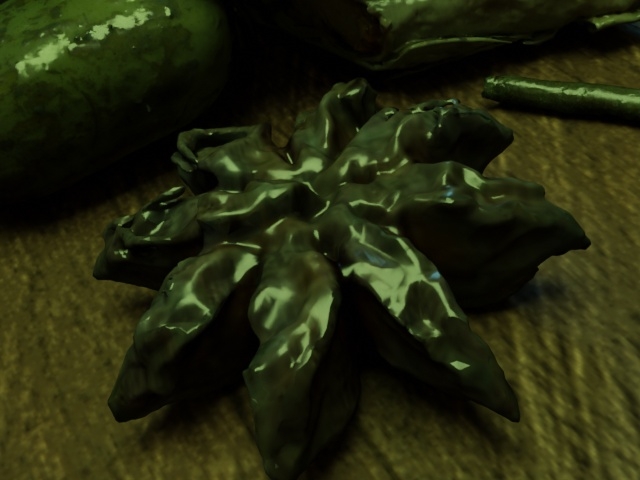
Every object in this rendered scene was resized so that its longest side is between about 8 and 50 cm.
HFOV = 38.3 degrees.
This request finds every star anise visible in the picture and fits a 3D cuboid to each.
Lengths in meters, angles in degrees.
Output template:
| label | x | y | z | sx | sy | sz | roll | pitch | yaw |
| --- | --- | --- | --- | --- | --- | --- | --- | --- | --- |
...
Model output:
| label | x | y | z | sx | sy | sz | roll | pitch | yaw |
| --- | --- | --- | --- | --- | --- | --- | --- | --- | --- |
| star anise | 0.000 | 0.002 | 0.580 | 0.332 | 0.117 | 0.331 | -11 | 45 | 11 |

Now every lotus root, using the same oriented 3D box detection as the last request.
| label | x | y | z | sx | sy | sz | roll | pitch | yaw |
| --- | --- | --- | --- | --- | --- | --- | --- | --- | --- |
| lotus root | -0.202 | -0.118 | 0.724 | 0.309 | 0.173 | 0.173 | -31 | 47 | -8 |

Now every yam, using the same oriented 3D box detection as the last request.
| label | x | y | z | sx | sy | sz | roll | pitch | yaw |
| --- | --- | --- | --- | --- | --- | --- | --- | --- | --- |
| yam | 0.190 | -0.113 | 0.707 | 0.130 | 0.027 | 0.033 | 13 | 90 | 21 |

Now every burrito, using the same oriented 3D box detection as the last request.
| label | x | y | z | sx | sy | sz | roll | pitch | yaw |
| --- | --- | --- | --- | --- | --- | --- | --- | --- | --- |
| burrito | 0.097 | -0.210 | 0.778 | 0.348 | 0.107 | 0.175 | -9 | 32 | 2 |

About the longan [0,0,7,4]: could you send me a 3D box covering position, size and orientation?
| label | x | y | z | sx | sy | sz | roll | pitch | yaw |
| --- | --- | --- | --- | --- | --- | --- | --- | --- | --- |
| longan | -0.293 | -0.231 | 0.839 | 0.189 | 0.189 | 0.189 | -7 | 45 | 7 |
